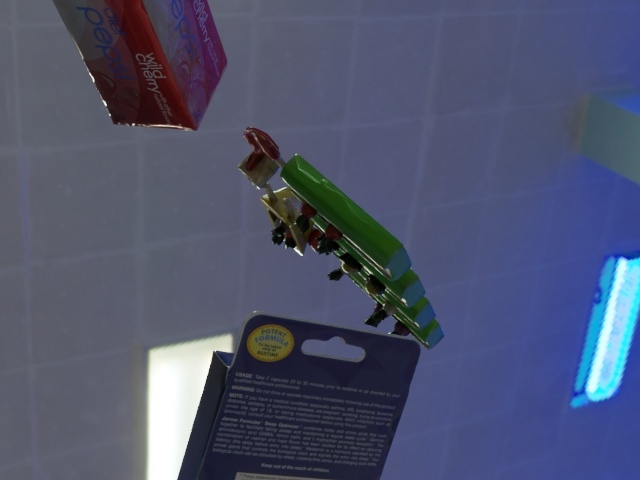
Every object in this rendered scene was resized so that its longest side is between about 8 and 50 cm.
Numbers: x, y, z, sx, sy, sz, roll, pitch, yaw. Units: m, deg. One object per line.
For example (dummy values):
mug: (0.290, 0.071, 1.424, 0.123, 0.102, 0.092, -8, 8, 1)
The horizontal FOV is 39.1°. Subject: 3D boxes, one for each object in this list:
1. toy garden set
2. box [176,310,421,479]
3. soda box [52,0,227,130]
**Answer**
toy garden set: (0.000, 0.000, 0.750, 0.049, 0.204, 0.244, -46, -25, -5)
box: (-0.025, 0.156, 0.601, 0.136, 0.036, 0.225, 13, -79, -28)
soda box: (-0.154, -0.208, 0.700, 0.263, 0.083, 0.092, 72, -150, -50)
